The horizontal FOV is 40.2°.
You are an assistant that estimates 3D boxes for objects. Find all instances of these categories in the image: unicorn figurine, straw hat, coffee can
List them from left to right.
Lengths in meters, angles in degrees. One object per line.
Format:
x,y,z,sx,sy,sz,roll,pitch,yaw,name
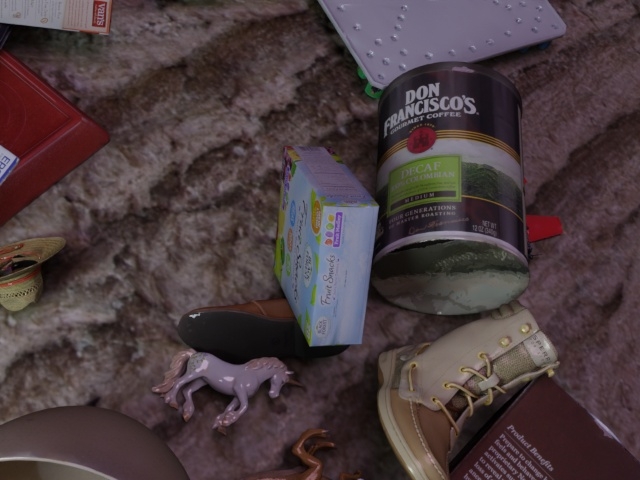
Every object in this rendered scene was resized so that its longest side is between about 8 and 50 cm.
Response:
-0.356,0.048,1.024,0.144,0.144,0.061,-23,111,-26,straw hat
-0.107,0.171,1.030,0.161,0.060,0.111,27,58,0,unicorn figurine
0.172,-0.067,1.161,0.201,0.201,0.276,10,59,-10,coffee can

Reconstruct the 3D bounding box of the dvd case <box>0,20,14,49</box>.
-0.498,-0.303,1.171,0.164,0.018,0.221,9,36,-11,dvd case

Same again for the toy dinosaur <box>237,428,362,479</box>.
-0.021,0.274,0.994,0.211,0.064,0.112,16,59,-6,toy dinosaur

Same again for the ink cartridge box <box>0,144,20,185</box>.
-0.498,-0.066,1.024,0.224,0.045,0.223,35,80,6,ink cartridge box

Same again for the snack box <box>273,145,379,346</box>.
0.000,0.000,1.040,0.070,0.175,0.207,-1,23,-16,snack box

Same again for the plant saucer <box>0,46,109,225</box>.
-0.452,-0.151,1.127,0.258,0.048,0.259,39,58,8,plant saucer

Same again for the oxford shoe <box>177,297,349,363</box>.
-0.071,0.104,1.086,0.212,0.076,0.076,3,30,-11,oxford shoe

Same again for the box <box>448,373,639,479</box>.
0.185,0.346,0.968,0.381,0.143,0.191,-38,76,-28,box

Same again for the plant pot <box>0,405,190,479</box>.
-0.237,0.271,0.843,0.284,0.284,0.191,17,21,-6,plant pot

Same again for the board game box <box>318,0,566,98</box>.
0.155,-0.434,1.456,0.389,0.050,0.390,-20,69,-24,board game box

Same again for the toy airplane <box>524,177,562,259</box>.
0.286,-0.040,1.280,0.151,0.028,0.151,6,60,-11,toy airplane

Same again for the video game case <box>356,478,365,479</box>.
0.087,0.350,0.845,0.190,0.022,0.173,27,57,2,video game case

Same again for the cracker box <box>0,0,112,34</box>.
-0.410,-0.360,1.210,0.232,0.067,0.156,2,39,-18,cracker box

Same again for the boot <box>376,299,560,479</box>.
0.171,0.166,0.979,0.203,0.262,0.095,-25,106,9,boot
